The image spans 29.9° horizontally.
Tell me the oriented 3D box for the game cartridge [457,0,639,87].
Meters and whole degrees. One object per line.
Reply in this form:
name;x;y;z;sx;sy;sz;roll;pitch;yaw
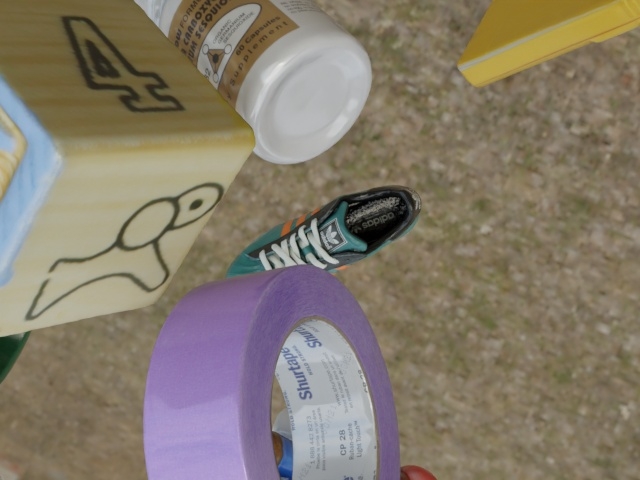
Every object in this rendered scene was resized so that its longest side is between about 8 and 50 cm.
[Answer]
game cartridge;0.331;-0.324;1.386;0.052;0.285;0.323;44;149;-23

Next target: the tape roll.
tape roll;-0.030;0.161;0.991;0.090;0.275;0.275;-11;143;26

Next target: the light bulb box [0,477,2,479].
light bulb box;-0.353;0.449;1.012;0.361;0.225;0.358;57;138;34

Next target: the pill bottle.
pill bottle;-0.070;-0.181;1.075;0.229;0.131;0.131;46;173;35

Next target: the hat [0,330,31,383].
hat;-0.414;0.068;1.265;0.183;0.208;0.173;24;-164;8

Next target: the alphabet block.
alphabet block;-0.204;-0.063;0.888;0.193;0.192;0.197;49;-149;22

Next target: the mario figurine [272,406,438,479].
mario figurine;0.006;0.319;1.403;0.320;0.198;0.170;25;178;-40

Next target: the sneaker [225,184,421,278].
sneaker;0.000;0.000;1.666;0.108;0.302;0.121;62;177;6
